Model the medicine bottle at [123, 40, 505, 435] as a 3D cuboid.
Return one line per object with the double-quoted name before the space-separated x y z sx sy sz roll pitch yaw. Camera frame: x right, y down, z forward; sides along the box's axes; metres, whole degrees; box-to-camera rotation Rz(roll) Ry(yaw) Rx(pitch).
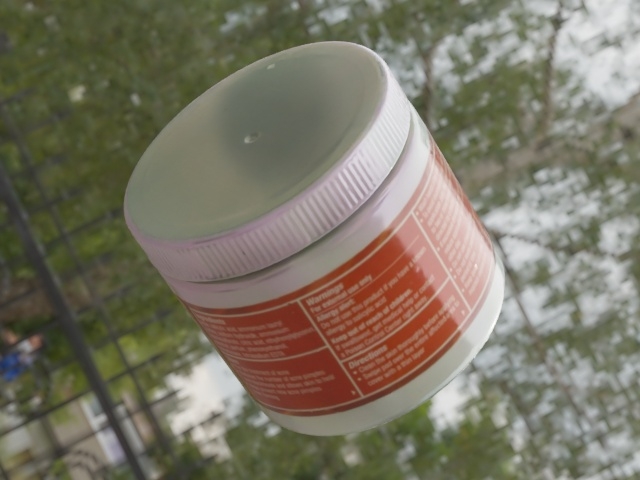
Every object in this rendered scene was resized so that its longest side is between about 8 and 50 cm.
"medicine bottle" 0.000 0.000 1.354 0.241 0.252 0.252 58 -6 -32
